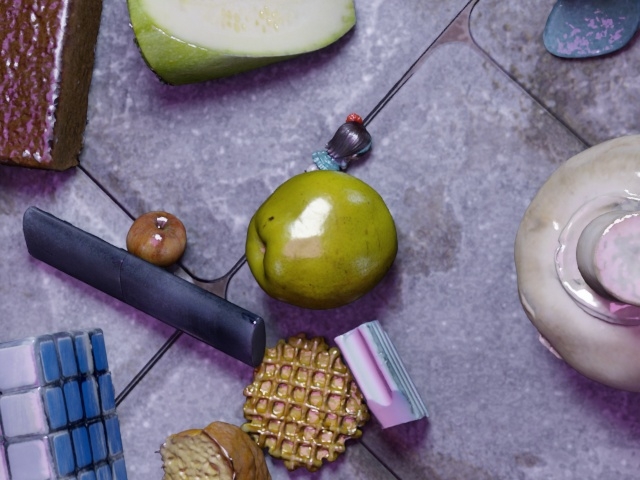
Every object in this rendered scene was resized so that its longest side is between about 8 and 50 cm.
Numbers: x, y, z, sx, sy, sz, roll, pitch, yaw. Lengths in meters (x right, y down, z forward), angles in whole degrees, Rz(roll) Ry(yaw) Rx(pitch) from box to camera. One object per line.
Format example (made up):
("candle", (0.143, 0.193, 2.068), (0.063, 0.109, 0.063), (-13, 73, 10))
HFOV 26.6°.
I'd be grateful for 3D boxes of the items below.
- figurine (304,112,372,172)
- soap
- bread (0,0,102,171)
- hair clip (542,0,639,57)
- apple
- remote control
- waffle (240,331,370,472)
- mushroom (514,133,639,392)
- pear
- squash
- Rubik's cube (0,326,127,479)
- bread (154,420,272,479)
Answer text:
("figurine", (0.023, -0.121, 1.834), (0.106, 0.047, 0.060), (-43, 45, 17))
("soap", (0.083, 0.181, 1.789), (0.056, 0.100, 0.149), (-28, 85, 14))
("bread", (-0.397, -0.306, 1.897), (0.165, 0.113, 0.417), (9, 91, 12))
("hair clip", (0.397, -0.391, 1.650), (0.318, 0.238, 0.392), (-8, 89, 15))
("apple", (-0.226, 0.001, 1.874), (0.084, 0.084, 0.071), (24, 134, 12))
("remote control", (-0.244, 0.062, 1.854), (0.377, 0.107, 0.044), (25, 51, 18))
("waffle", (-0.021, 0.221, 1.845), (0.191, 0.038, 0.191), (0, 90, 14))
("mushroom", (0.405, 0.022, 1.621), (0.315, 0.356, 0.315), (5, 78, -23))
("pear", (-0.001, 0.000, 1.765), (0.198, 0.198, 0.198), (0, 90, 13))
("squash", (-0.107, -0.319, 1.791), (0.260, 0.189, 0.189), (-14, 87, 17))
("Rubik's cube", (-0.431, 0.263, 1.828), (0.253, 0.256, 0.259), (-12, 89, 11))
("bread", (-0.128, 0.351, 1.821), (0.129, 0.134, 0.260), (4, 105, 28))
